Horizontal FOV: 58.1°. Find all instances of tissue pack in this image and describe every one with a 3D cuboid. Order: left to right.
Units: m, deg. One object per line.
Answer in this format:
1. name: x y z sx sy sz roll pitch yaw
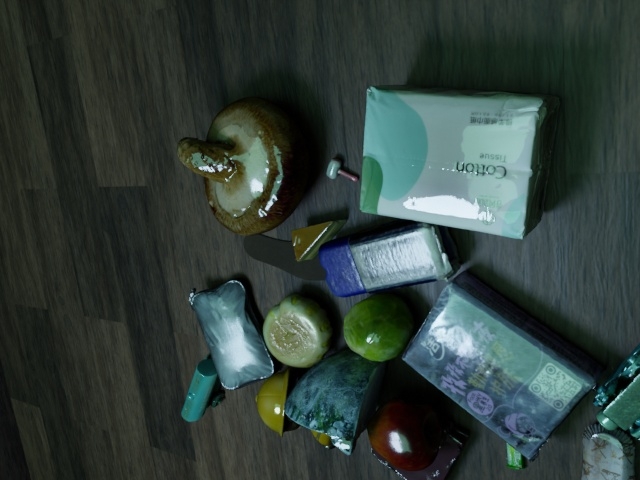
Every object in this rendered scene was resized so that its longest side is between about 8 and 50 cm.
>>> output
1. tissue pack: 0.268 -0.171 1.163 0.357 0.194 0.266 12 110 31
2. tissue pack: 0.386 0.269 1.269 0.361 0.122 0.259 37 120 22

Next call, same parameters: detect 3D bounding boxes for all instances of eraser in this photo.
1. eraser: 0.158 0.040 1.362 0.332 0.101 0.155 -16 97 38

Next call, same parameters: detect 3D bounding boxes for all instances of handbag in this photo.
1. handbag: -0.260 0.273 1.704 0.192 0.075 0.332 -22 91 16
2. handbag: 0.249 0.513 1.462 0.203 0.074 0.216 28 116 25

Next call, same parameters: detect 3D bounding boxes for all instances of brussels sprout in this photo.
1. brussels sprout: 0.140 0.215 1.398 0.180 0.144 0.161 -46 62 33

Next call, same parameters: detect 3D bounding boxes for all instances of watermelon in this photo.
1. watermelon: 0.040 0.419 1.450 0.290 0.319 0.213 -19 123 26

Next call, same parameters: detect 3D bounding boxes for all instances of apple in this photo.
1. apple: 0.192 0.457 1.356 0.158 0.147 0.156 -14 115 37

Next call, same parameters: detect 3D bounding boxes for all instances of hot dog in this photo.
1. hot dog: 0.609 0.483 1.218 0.108 0.059 0.191 4 105 35

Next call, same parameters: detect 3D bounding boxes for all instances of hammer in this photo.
1. hammer: 0.056 -0.166 1.413 0.083 0.031 0.052 28 122 17

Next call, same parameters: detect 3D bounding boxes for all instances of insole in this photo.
1. insole: -0.086 0.043 1.586 0.328 0.007 0.111 14 111 30

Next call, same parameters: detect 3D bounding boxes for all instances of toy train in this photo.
1. toy train: -0.363 0.457 1.809 0.101 0.159 0.248 31 118 17
2. toy train: 0.610 0.269 1.085 0.112 0.163 0.203 40 121 20

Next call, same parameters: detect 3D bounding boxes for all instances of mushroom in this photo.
1. mushroom: -0.168 -0.187 1.459 0.345 0.239 0.345 23 137 23

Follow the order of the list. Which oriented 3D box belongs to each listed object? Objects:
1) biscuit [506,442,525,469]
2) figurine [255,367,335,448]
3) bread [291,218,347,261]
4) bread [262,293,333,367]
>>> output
1. biscuit: 0.456 0.497 1.351 0.046 0.016 0.089 2 105 35
2. figurine: -0.058 0.468 1.600 0.257 0.167 0.192 19 103 27
3. bread: 0.004 -0.001 1.464 0.139 0.074 0.084 -13 87 34
4. bread: -0.056 0.246 1.567 0.213 0.105 0.213 9 108 28
